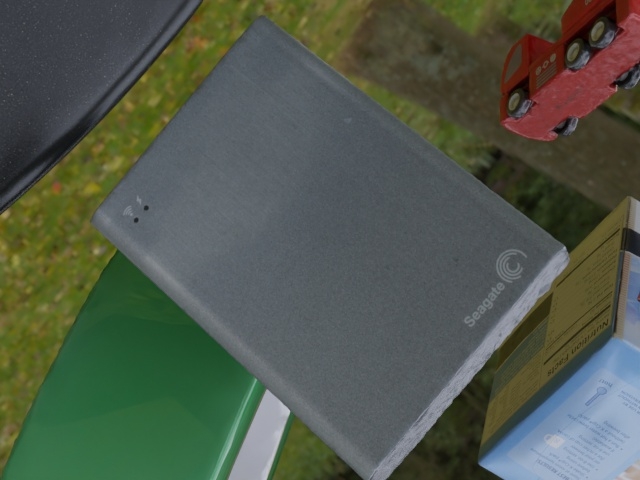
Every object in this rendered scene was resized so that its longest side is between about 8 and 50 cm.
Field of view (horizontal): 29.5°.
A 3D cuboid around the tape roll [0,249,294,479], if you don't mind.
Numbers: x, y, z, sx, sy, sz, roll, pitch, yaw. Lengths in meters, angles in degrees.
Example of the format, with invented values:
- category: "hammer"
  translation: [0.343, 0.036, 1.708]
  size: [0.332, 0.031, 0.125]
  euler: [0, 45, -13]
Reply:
- category: "tape roll"
  translation: [-0.077, 0.127, 0.588]
  size: [0.321, 0.077, 0.321]
  euler: [21, 90, -85]

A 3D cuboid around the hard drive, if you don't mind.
- category: "hard drive"
  translation: [0.000, 0.000, 0.401]
  size: [0.094, 0.135, 0.022]
  euler: [-50, 158, 1]

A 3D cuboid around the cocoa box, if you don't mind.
- category: "cocoa box"
  translation: [0.370, 0.173, 1.214]
  size: [0.231, 0.347, 0.228]
  euler: [-53, -172, 39]

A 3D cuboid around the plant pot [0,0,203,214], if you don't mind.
- category: "plant pot"
  translation: [-0.208, -0.097, 0.648]
  size: [0.187, 0.188, 0.167]
  euler: [-15, -135, 57]

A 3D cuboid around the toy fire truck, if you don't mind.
- category: "toy fire truck"
  translation: [0.181, -0.162, 0.774]
  size: [0.192, 0.047, 0.135]
  euler: [-42, -143, 53]
